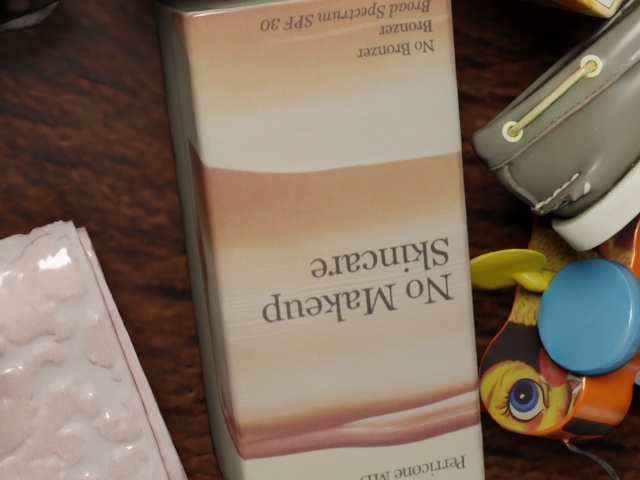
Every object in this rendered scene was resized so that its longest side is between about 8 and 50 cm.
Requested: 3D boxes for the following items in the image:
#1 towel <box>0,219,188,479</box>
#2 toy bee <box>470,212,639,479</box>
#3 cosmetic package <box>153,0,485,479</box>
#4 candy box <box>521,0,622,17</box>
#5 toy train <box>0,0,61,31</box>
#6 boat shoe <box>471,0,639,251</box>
[{"bbox_3d":[-0.240,0.186,0.766,0.331,0.053,0.317,-22,110,-8],"label":"towel"},{"bbox_3d":[0.148,0.060,0.813,0.195,0.162,0.298,41,60,-34],"label":"toy bee"},{"bbox_3d":[0.000,0.000,0.764,0.153,0.129,0.296,-11,106,-12],"label":"cosmetic package"},{"bbox_3d":[0.014,-0.235,0.680,0.316,0.183,0.087,27,97,-18],"label":"candy box"},{"bbox_3d":[-0.234,-0.241,0.606,0.142,0.190,0.334,-10,111,35],"label":"toy train"},{"bbox_3d":[0.206,-0.136,0.697,0.091,0.109,0.305,39,96,-4],"label":"boat shoe"}]
